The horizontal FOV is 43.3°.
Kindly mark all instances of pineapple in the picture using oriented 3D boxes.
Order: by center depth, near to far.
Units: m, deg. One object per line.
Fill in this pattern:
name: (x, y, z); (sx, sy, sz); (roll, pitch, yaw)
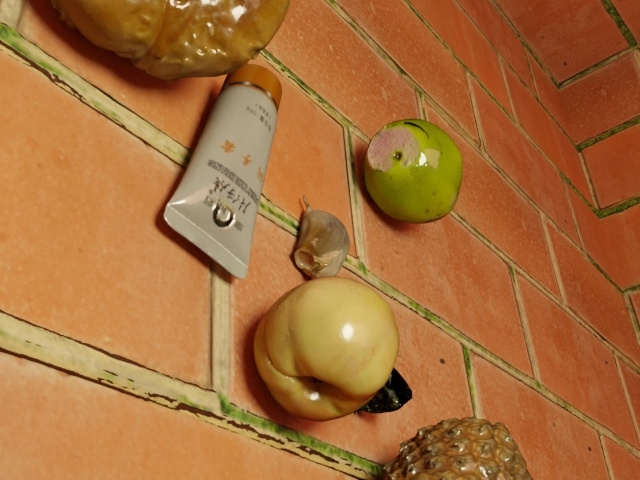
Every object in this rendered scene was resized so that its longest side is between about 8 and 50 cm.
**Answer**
pineapple: (0.125, 0.368, 0.978); (0.362, 0.202, 0.202); (-28, 91, -54)

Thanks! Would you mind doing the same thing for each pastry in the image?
pastry: (-0.187, -0.344, 0.991); (0.315, 0.184, 0.284); (10, 98, -34)

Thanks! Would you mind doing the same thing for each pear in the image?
pear: (0.175, -0.118, 1.458); (0.220, 0.187, 0.187); (47, 31, -52)

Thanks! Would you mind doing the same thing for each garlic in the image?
garlic: (0.007, -0.002, 1.196); (0.084, 0.066, 0.152); (44, 37, -28)

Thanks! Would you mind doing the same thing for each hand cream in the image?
hand cream: (-0.124, -0.106, 1.064); (0.140, 0.089, 0.314); (39, 45, -35)

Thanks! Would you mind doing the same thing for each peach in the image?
peach: (0.010, 0.128, 0.990); (0.184, 0.184, 0.184); (38, 38, -38)

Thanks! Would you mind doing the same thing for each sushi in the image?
sushi: (0.071, 0.204, 1.116); (0.083, 0.084, 0.056); (39, 39, -37)
